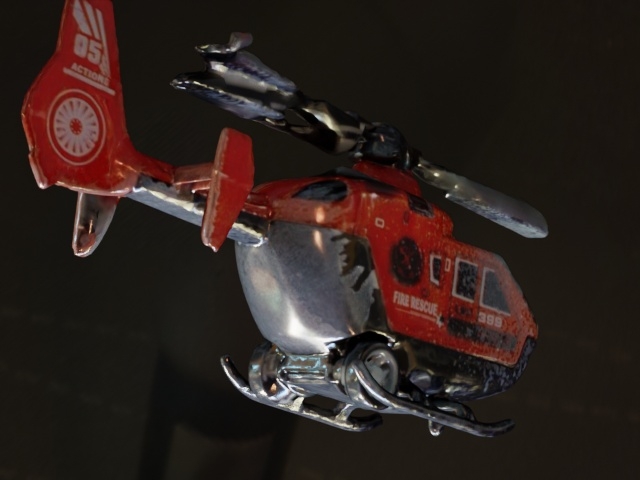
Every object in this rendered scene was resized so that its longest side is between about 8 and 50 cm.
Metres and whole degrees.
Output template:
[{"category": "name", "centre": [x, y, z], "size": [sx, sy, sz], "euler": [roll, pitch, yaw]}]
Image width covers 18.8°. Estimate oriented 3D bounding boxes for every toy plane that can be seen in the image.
[{"category": "toy plane", "centre": [0.000, 0.000, 0.360], "size": [0.037, 0.145, 0.060], "euler": [-2, 72, 43]}]
